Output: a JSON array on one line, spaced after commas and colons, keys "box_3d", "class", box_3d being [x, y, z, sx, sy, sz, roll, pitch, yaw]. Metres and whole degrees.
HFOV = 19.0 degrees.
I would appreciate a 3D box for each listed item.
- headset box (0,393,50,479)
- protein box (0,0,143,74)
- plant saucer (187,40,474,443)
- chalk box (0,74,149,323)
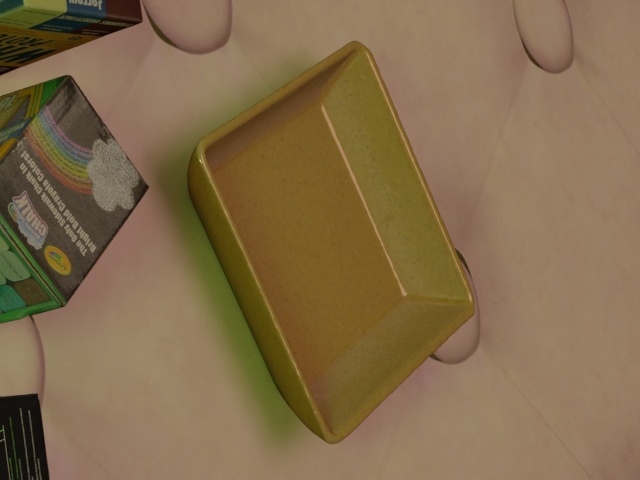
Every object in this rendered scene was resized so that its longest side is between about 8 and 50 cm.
[{"box_3d": [-0.369, 0.191, 1.307, 0.283, 0.246, 0.131, 0, 79, -51], "class": "headset box"}, {"box_3d": [-0.278, -0.261, 1.608, 0.136, 0.200, 0.201, 0, 79, -51], "class": "protein box"}, {"box_3d": [0.000, 0.000, 1.974, 0.333, 0.081, 0.333, -38, 109, -51], "class": "plant saucer"}, {"box_3d": [-0.268, -0.016, 1.599, 0.132, 0.132, 0.213, 57, 42, -24], "class": "chalk box"}]
